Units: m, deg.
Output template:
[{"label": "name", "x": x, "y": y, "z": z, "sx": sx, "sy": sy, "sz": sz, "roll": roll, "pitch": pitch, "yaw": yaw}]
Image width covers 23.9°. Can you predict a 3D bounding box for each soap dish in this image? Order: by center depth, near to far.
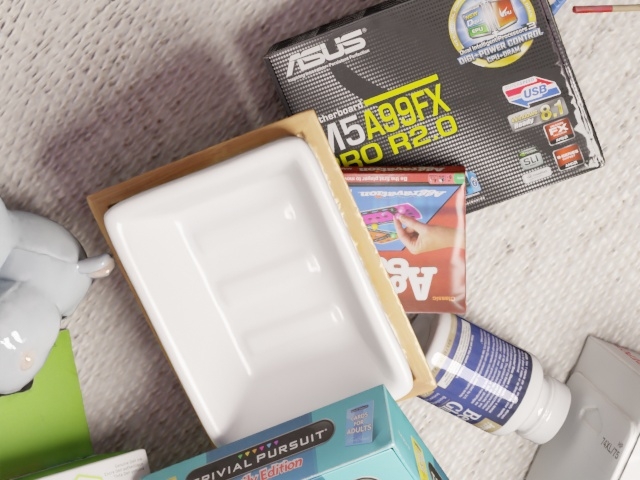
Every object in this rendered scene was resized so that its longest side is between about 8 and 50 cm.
[{"label": "soap dish", "x": -0.049, "y": 0.039, "z": 1.405, "sx": 0.229, "sy": 0.118, "sz": 0.291, "roll": -20, "pitch": 108, "yaw": 14}]

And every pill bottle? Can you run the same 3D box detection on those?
[{"label": "pill bottle", "x": 0.167, "y": 0.142, "z": 1.542, "sx": 0.169, "sy": 0.094, "sz": 0.094, "roll": 28, "pitch": 95, "yaw": -15}]

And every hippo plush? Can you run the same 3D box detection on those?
[{"label": "hippo plush", "x": -0.341, "y": 0.014, "z": 1.391, "sx": 0.236, "sy": 0.234, "sz": 0.294, "roll": 43, "pitch": 49, "yaw": -33}]

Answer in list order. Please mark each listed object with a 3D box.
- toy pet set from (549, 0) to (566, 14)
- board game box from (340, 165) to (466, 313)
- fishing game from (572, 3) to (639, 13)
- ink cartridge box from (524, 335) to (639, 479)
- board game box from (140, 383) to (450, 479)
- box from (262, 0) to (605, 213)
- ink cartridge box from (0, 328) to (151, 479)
[{"label": "toy pet set", "x": 0.192, "y": -0.268, "z": 1.490, "sx": 0.122, "sy": 0.065, "sz": 0.114, "roll": -36, "pitch": 71, "yaw": -5}, {"label": "board game box", "x": 0.000, "y": 0.000, "z": 1.463, "sx": 0.281, "sy": 0.027, "sz": 0.145, "roll": 0, "pitch": 111, "yaw": 7}, {"label": "fishing game", "x": 0.310, "y": -0.351, "z": 1.472, "sx": 0.189, "sy": 0.041, "sz": 0.264, "roll": -5, "pitch": 97, "yaw": -26}, {"label": "ink cartridge box", "x": 0.382, "y": 0.250, "z": 1.553, "sx": 0.270, "sy": 0.198, "sz": 0.197, "roll": 21, "pitch": 98, "yaw": -13}, {"label": "board game box", "x": 0.019, "y": 0.305, "z": 1.457, "sx": 0.253, "sy": 0.079, "sz": 0.336, "roll": -22, "pitch": 130, "yaw": 13}, {"label": "box", "x": 0.110, "y": -0.131, "z": 1.450, "sx": 0.270, "sy": 0.060, "sz": 0.216, "roll": -19, "pitch": 106, "yaw": 12}, {"label": "ink cartridge box", "x": -0.261, "y": 0.219, "z": 1.404, "sx": 0.188, "sy": 0.097, "sz": 0.255, "roll": -12, "pitch": 89, "yaw": -41}]
